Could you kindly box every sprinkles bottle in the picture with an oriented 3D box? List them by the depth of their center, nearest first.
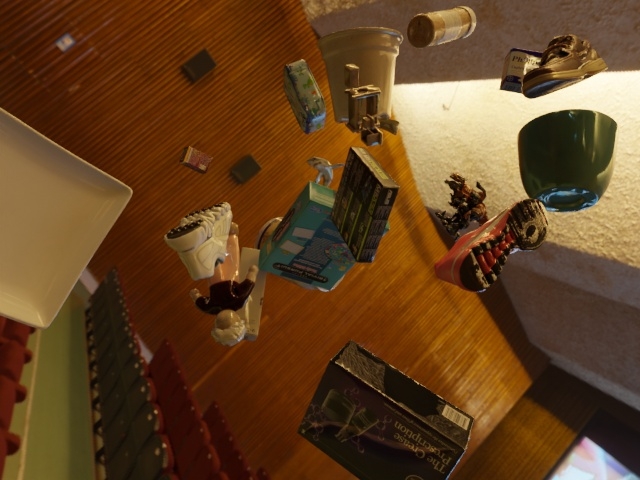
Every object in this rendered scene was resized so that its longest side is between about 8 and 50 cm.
[{"bbox_3d":[0.479,-0.836,1.797,0.121,0.355,0.121,24,-50,33],"label":"sprinkles bottle"}]

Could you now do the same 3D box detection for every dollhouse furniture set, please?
[{"bbox_3d":[0.146,-0.387,1.296,0.161,0.101,0.182,-122,-158,-46],"label":"dollhouse furniture set"}]

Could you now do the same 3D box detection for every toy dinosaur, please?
[{"bbox_3d":[0.598,-0.115,1.876,0.322,0.218,0.164,57,12,9],"label":"toy dinosaur"}]

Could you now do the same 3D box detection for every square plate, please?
[{"bbox_3d":[-0.607,-0.043,0.893,0.049,0.347,0.344,15,-17,48],"label":"square plate"}]

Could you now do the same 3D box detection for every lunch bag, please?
[{"bbox_3d":[-0.057,-0.490,1.592,0.176,0.090,0.219,116,-49,-80],"label":"lunch bag"}]

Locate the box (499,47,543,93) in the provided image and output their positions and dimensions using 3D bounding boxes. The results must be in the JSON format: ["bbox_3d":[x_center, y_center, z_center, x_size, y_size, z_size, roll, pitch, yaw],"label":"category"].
[{"bbox_3d":[0.733,-0.612,1.667,0.126,0.137,0.072,12,-9,6],"label":"box"}]

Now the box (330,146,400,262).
[{"bbox_3d":[0.088,-0.080,0.999,0.184,0.045,0.191,-121,-142,-48],"label":"box"}]

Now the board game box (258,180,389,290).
[{"bbox_3d":[0.000,0.000,1.353,0.253,0.079,0.336,19,-45,-23],"label":"board game box"}]

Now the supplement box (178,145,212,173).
[{"bbox_3d":[-0.393,-0.253,1.446,0.083,0.055,0.043,26,-15,-35],"label":"supplement box"}]

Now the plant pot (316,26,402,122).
[{"bbox_3d":[0.159,-0.621,1.795,0.334,0.333,0.306,-164,-111,-69],"label":"plant pot"}]

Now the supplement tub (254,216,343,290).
[{"bbox_3d":[-0.077,0.054,1.821,0.331,0.241,0.241,18,-27,40],"label":"supplement tub"}]

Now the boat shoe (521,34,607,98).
[{"bbox_3d":[0.597,-0.444,1.146,0.123,0.341,0.123,-17,-84,58],"label":"boat shoe"}]

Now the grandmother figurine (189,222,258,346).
[{"bbox_3d":[-0.269,0.127,1.260,0.104,0.207,0.343,37,32,-53],"label":"grandmother figurine"}]

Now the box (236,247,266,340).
[{"bbox_3d":[-0.228,0.171,1.458,0.094,0.275,0.113,10,-22,-9],"label":"box"}]

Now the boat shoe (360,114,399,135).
[{"bbox_3d":[0.189,-0.391,1.552,0.152,0.048,0.056,13,13,12],"label":"boat shoe"}]

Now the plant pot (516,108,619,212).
[{"bbox_3d":[0.774,-0.229,1.450,0.292,0.235,0.293,10,-20,4],"label":"plant pot"}]

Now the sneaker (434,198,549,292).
[{"bbox_3d":[0.376,-0.004,1.028,0.116,0.313,0.136,63,-22,-13],"label":"sneaker"}]

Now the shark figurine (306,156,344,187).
[{"bbox_3d":[0.007,-0.300,2.032,0.278,0.166,0.116,94,-24,-58],"label":"shark figurine"}]

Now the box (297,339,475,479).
[{"bbox_3d":[0.112,0.338,0.834,0.261,0.184,0.103,29,24,19],"label":"box"}]

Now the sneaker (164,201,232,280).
[{"bbox_3d":[-0.253,-0.005,1.021,0.292,0.110,0.118,-82,152,-71],"label":"sneaker"}]
